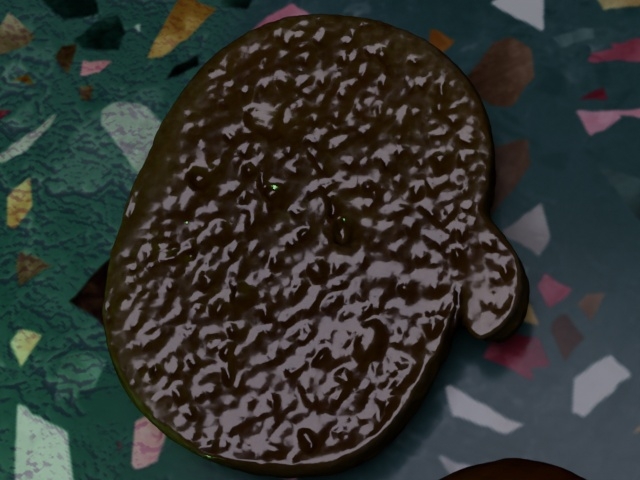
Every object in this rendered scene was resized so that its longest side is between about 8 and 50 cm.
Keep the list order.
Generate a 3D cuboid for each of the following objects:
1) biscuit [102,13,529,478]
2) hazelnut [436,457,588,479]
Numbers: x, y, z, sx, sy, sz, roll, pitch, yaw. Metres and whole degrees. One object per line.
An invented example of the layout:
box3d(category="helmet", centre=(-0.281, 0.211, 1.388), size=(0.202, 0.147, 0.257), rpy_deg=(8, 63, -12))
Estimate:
box3d(category="biscuit", centre=(0.002, 0.003, 0.998), size=(0.350, 0.070, 0.394), rpy_deg=(21, 75, 17))
box3d(category="hazelnut", centre=(0.134, 0.242, 0.804), size=(0.186, 0.210, 0.210), rpy_deg=(-40, 66, -1))
